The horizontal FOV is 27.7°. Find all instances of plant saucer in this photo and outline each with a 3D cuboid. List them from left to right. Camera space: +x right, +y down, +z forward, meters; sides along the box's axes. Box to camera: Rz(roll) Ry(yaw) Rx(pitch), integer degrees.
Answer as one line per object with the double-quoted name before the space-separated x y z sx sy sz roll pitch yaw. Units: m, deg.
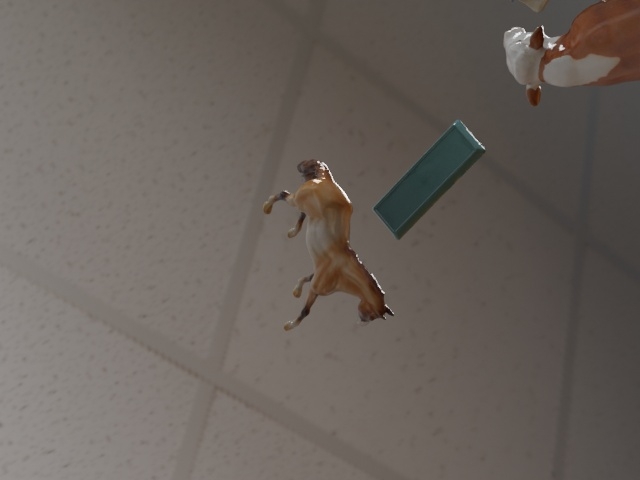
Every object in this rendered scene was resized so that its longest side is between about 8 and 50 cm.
"plant saucer" 0.154 -0.088 1.903 0.067 0.192 0.018 52 -157 21

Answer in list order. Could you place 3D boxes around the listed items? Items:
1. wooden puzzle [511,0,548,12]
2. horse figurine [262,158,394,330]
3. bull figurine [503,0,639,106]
"wooden puzzle" 0.275 -0.555 2.251 0.348 0.322 0.080 26 -121 2
"horse figurine" 0.000 0.000 1.694 0.066 0.174 0.263 4 -111 -35
"bull figurine" 0.354 -0.237 1.436 0.188 0.310 0.101 -45 -62 -35
